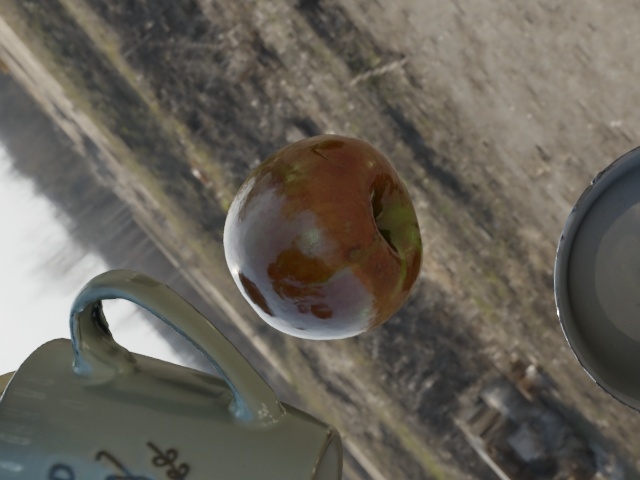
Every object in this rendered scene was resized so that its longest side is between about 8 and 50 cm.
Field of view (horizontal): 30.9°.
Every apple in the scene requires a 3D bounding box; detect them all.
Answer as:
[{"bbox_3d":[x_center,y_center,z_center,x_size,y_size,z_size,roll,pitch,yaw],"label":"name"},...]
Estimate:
[{"bbox_3d":[0.000,0.000,1.110,0.196,0.196,0.196,47,173,7],"label":"apple"}]

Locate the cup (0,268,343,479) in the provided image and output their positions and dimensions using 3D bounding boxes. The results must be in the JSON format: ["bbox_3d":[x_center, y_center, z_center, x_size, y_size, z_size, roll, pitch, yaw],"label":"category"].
[{"bbox_3d":[-0.109,0.149,0.854,0.186,0.234,0.258,-55,-31,-64],"label":"cup"}]

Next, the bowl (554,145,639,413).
[{"bbox_3d":[0.427,0.037,1.422,0.345,0.345,0.157,49,178,-10],"label":"bowl"}]

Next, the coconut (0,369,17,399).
[{"bbox_3d":[-0.315,0.265,1.325,0.230,0.227,0.227,12,151,37],"label":"coconut"}]
